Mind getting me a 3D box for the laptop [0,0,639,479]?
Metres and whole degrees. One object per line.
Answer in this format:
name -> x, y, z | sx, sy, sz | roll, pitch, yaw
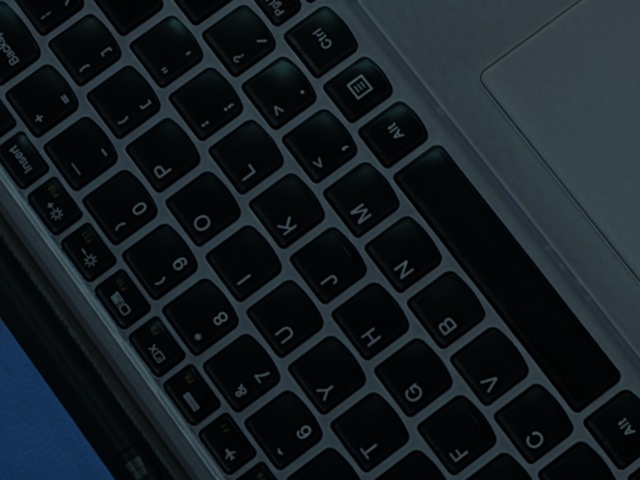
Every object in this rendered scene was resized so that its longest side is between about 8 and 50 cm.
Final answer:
laptop -> -0.014, 0.023, 0.379 | 0.408, 0.382, 0.236 | -36, -9, -5
